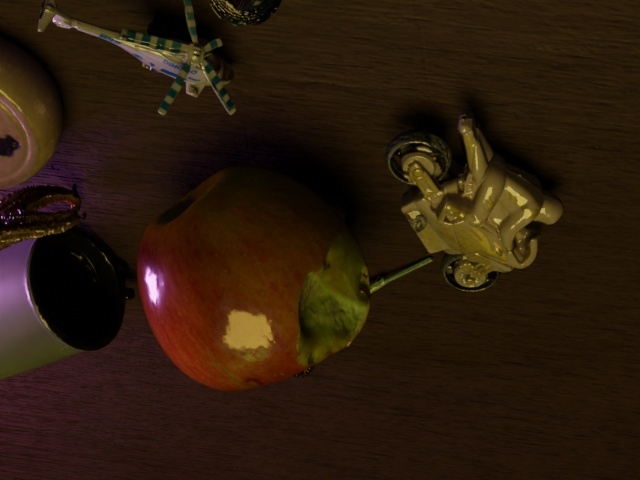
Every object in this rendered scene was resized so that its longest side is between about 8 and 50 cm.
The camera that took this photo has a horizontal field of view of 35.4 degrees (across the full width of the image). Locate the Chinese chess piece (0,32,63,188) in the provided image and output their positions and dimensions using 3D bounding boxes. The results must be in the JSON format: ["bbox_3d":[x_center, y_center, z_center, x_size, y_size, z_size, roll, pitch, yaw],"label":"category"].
[{"bbox_3d":[-0.514,-0.193,1.497,0.257,0.104,0.257,6,136,6],"label":"Chinese chess piece"}]

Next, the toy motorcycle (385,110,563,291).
[{"bbox_3d":[0.239,-0.050,1.488,0.223,0.108,0.341,-14,132,24],"label":"toy motorcycle"}]

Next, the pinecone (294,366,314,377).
[{"bbox_3d":[-0.047,0.214,1.838,0.083,0.077,0.077,7,136,10],"label":"pinecone"}]

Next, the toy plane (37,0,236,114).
[{"bbox_3d":[-0.243,-0.252,1.344,0.273,0.182,0.107,-6,-179,-26],"label":"toy plane"}]

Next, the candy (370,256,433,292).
[{"bbox_3d":[0.106,0.072,1.689,0.194,0.062,0.058,-28,80,23],"label":"candy"}]

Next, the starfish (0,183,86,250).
[{"bbox_3d":[-0.512,-0.022,1.570,0.312,0.303,0.113,28,145,47],"label":"starfish"}]

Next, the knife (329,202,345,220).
[{"bbox_3d":[0.000,0.000,1.646,0.044,0.023,0.162,24,135,-10],"label":"knife"}]

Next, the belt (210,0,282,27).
[{"bbox_3d":[-0.089,-0.342,1.293,0.105,0.058,0.140,32,136,-12],"label":"belt"}]

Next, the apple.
[{"bbox_3d":[-0.105,0.052,1.501,0.339,0.339,0.339,6,136,6],"label":"apple"}]

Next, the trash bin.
[{"bbox_3d":[-0.503,0.113,1.718,0.262,0.217,0.277,-19,169,30],"label":"trash bin"}]
